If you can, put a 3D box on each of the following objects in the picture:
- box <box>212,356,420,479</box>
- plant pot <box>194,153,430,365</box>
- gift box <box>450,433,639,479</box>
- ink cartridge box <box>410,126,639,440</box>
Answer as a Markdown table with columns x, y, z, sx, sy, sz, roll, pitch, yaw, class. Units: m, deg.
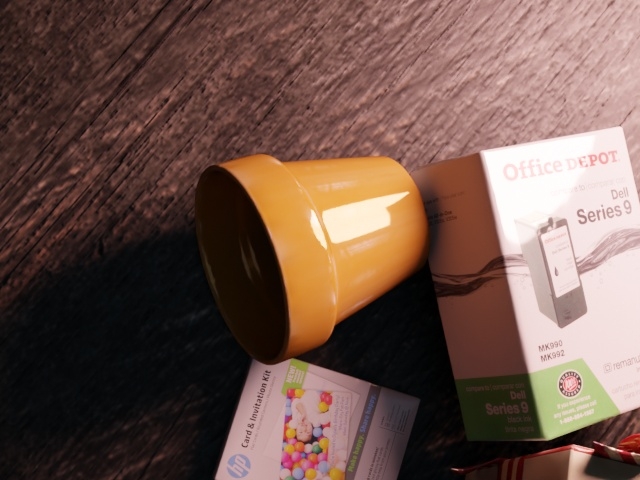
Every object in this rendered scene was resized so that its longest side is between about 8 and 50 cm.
| x | y | z | sx | sy | sz | roll | pitch | yaw | class |
| --- | --- | --- | --- | --- | --- | --- | --- | --- | --- |
| -0.004 | 0.208 | 1.284 | 0.186 | 0.038 | 0.145 | 19 | 84 | -6 | box |
| 0.000 | 0.000 | 1.227 | 0.187 | 0.205 | 0.205 | -18 | 90 | -24 | plant pot |
| 0.264 | 0.320 | 1.180 | 0.276 | 0.255 | 0.258 | 19 | 68 | -19 | gift box |
| 0.232 | 0.041 | 1.252 | 0.211 | 0.121 | 0.289 | -12 | 89 | -34 | ink cartridge box |
